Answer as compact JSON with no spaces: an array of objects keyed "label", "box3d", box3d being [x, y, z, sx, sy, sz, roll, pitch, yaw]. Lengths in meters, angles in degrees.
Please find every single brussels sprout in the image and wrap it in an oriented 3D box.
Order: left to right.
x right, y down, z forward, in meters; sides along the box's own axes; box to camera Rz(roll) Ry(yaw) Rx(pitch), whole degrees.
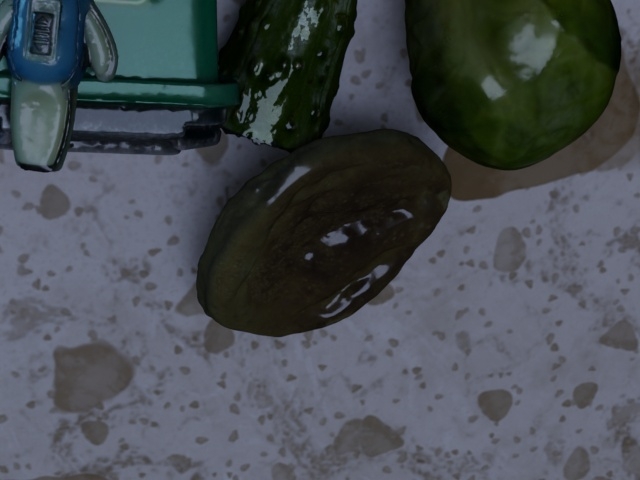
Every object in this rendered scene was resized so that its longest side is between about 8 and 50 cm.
[{"label":"brussels sprout","box3d":[0.178,-0.207,1.457,0.210,0.219,0.271,-21,96,6]}]

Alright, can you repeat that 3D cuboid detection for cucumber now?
[{"label":"cucumber","box3d":[-0.027,-0.211,1.458,0.134,0.134,0.244,14,104,-18]}]

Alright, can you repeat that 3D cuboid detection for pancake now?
[{"label":"pancake","box3d":[0.000,0.000,1.536,0.294,0.049,0.294,-20,145,-15]}]

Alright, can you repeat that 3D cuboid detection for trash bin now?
[{"label":"trash bin","box3d":[-0.202,-0.279,1.316,0.259,0.295,0.381,2,102,-14]}]

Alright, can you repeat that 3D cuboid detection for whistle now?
[{"label":"whistle","box3d":[-0.209,-0.171,1.155,0.114,0.077,0.236,5,101,-5]}]
